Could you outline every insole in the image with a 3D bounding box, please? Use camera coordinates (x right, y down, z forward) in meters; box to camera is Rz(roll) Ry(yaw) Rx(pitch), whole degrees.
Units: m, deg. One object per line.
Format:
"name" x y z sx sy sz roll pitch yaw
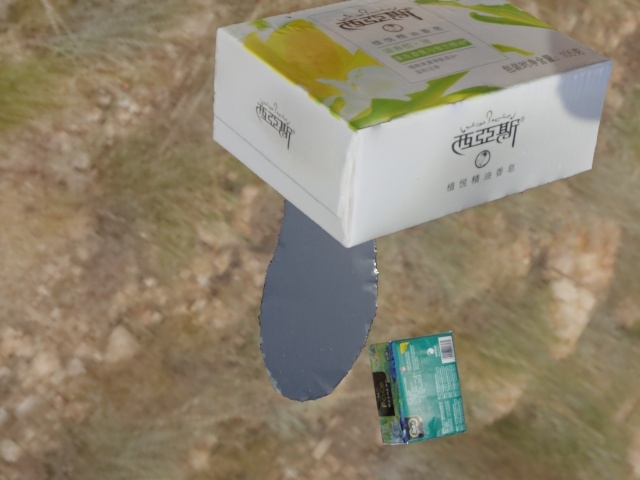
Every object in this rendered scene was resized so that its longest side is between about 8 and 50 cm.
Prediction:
"insole" 0.000 0.000 1.245 0.012 0.110 0.310 -66 159 -78

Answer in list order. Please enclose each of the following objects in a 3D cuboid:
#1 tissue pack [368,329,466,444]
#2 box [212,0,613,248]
"tissue pack" 0.099 0.160 1.471 0.085 0.079 0.111 -6 84 -28
"box" 0.070 -0.112 1.089 0.260 0.194 0.111 -20 130 -30
